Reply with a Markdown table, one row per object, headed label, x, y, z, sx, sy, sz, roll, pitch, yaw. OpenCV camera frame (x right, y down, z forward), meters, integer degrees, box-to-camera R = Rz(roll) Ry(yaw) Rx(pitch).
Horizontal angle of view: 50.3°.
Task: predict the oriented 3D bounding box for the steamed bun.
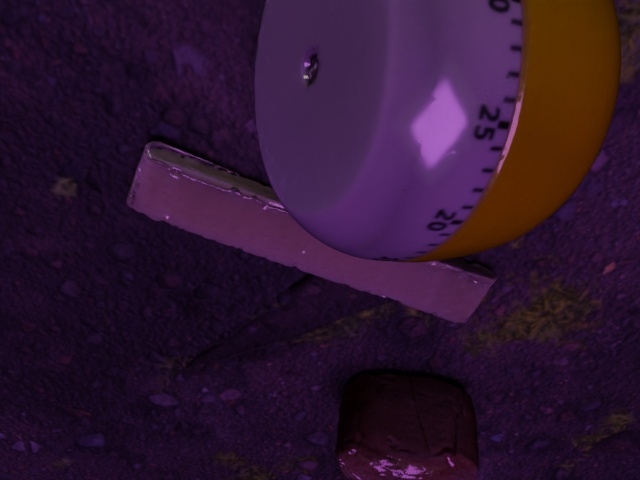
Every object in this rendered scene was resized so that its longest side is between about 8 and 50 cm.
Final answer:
| label | x | y | z | sx | sy | sz | roll | pitch | yaw |
| --- | --- | --- | --- | --- | --- | --- | --- | --- | --- |
| steamed bun | 0.105 | 0.246 | 0.839 | 0.175 | 0.144 | 0.106 | 12 | 128 | -3 |

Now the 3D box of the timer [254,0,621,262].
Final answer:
| label | x | y | z | sx | sy | sz | roll | pitch | yaw |
| --- | --- | --- | --- | --- | --- | --- | --- | --- | --- |
| timer | 0.111 | -0.114 | 0.502 | 0.285 | 0.285 | 0.285 | 0 | 128 | 0 |

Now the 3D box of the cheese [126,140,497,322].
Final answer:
| label | x | y | z | sx | sy | sz | roll | pitch | yaw |
| --- | --- | --- | --- | --- | --- | --- | --- | --- | --- |
| cheese | -0.001 | 0.003 | 0.717 | 0.400 | 0.034 | 0.085 | 21 | 125 | -15 |
